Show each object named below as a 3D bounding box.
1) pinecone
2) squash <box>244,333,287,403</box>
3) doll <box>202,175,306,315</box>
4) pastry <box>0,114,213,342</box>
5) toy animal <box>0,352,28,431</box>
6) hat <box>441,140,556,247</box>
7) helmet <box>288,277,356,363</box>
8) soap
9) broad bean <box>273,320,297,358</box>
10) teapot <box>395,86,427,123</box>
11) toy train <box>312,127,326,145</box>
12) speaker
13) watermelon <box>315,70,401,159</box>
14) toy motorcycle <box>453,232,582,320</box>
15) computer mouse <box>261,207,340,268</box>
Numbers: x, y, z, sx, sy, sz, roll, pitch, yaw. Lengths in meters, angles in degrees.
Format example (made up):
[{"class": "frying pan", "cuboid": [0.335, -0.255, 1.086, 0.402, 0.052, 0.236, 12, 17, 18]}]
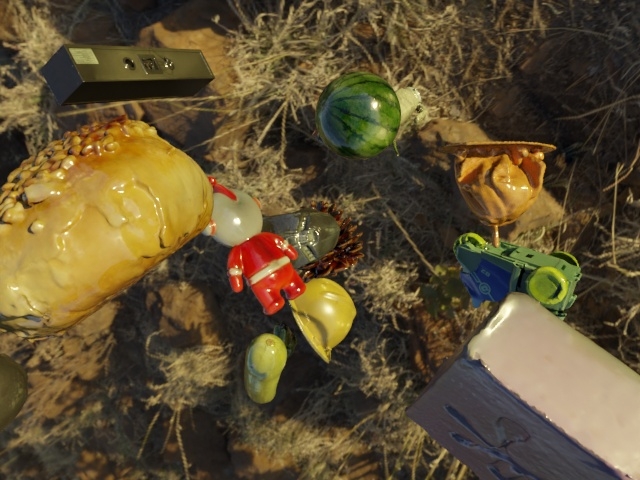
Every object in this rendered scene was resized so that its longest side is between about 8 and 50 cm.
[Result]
[{"class": "pinecone", "cuboid": [0.000, 0.000, 1.310, 0.208, 0.208, 0.207, 14, 118, 29]}, {"class": "squash", "cuboid": [-0.115, 0.268, 1.105, 0.083, 0.083, 0.250, 35, 146, 17]}, {"class": "doll", "cuboid": [-0.119, 0.001, 0.882, 0.245, 0.142, 0.076, 54, 135, 3]}, {"class": "pastry", "cuboid": [-0.270, -0.026, 0.640, 0.285, 0.315, 0.184, -37, 97, 9]}, {"class": "toy animal", "cuboid": [-0.478, 0.275, 0.622, 0.168, 0.343, 0.106, 30, 148, -28]}, {"class": "hat", "cuboid": [0.400, -0.099, 1.253, 0.234, 0.244, 0.233, 3, 92, 53]}, {"class": "helmet", "cuboid": [0.021, 0.192, 1.457, 0.140, 0.205, 0.257, -28, 123, 9]}, {"class": "soap", "cuboid": [0.254, 0.215, 0.572, 0.296, 0.107, 0.285, 37, 155, 17]}, {"class": "broad bean", "cuboid": [-0.100, 0.271, 1.505, 0.048, 0.070, 0.213, 19, 150, 17]}, {"class": "teapot", "cuboid": [0.215, -0.341, 1.451, 0.107, 0.200, 0.077, 35, 134, 10]}, {"class": "toy train", "cuboid": [0.044, -0.351, 1.588, 0.072, 0.188, 0.099, 35, 135, -9]}, {"class": "speaker", "cuboid": [-0.190, -0.175, 0.571, 0.046, 0.191, 0.040, -27, 92, 31]}, {"class": "watermelon", "cuboid": [0.091, -0.269, 1.190, 0.188, 0.215, 0.187, -9, 78, 49]}, {"class": "toy motorcycle", "cuboid": [0.500, 0.108, 1.444, 0.327, 0.191, 0.199, 18, 113, 30]}, {"class": "computer mouse", "cuboid": [-0.045, -0.002, 1.000, 0.062, 0.193, 0.105, 179, 79, -67]}]
